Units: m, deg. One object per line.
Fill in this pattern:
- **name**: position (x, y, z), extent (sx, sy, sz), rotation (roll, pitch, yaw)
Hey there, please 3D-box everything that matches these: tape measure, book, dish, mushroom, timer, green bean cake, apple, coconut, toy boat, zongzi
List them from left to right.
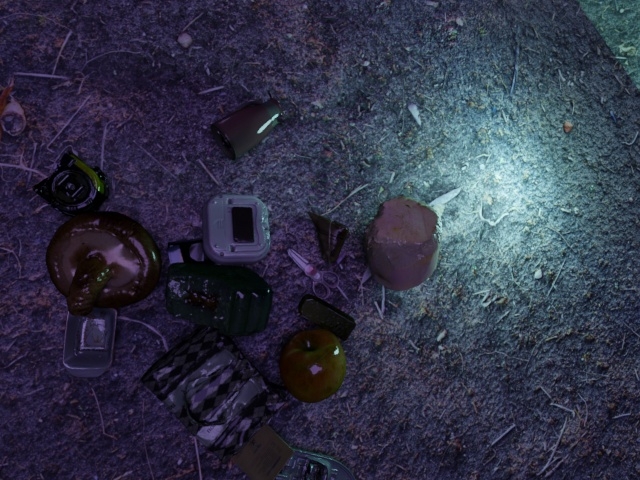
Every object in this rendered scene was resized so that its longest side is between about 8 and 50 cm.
- **tape measure**: position (-0.823, -0.178, 1.351), extent (0.186, 0.112, 0.199), rotation (37, 81, -10)
- **dish**: position (-0.768, 0.338, 1.349), extent (0.153, 0.064, 0.235), rotation (5, 84, -12)
- **mushroom**: position (-0.708, 0.065, 1.319), extent (0.345, 0.239, 0.346), rotation (1, 88, -34)
- **green bean cake**: position (-0.338, 0.185, 1.300), extent (0.307, 0.300, 0.169), rotation (8, 99, -25)
- **timer**: position (-0.300, -0.046, 1.438), extent (0.236, 0.087, 0.262), rotation (-1, 71, -20)
- **book**: position (-0.215, 0.756, 1.431), extent (0.192, 0.013, 0.168), rotation (36, 78, 19)
- **apple**: position (-0.027, 0.453, 1.446), extent (0.246, 0.246, 0.227), rotation (-14, 119, -13)
- **toy boat**: position (-0.011, 0.862, 1.470), extent (0.319, 0.092, 0.141), rotation (19, 77, -11)
- **zongzi**: position (0.000, 0.000, 1.556), extent (0.178, 0.081, 0.189), rotation (23, 96, 11)
- **coconut**: position (0.300, 0.022, 1.501), extent (0.297, 0.310, 0.298), rotation (-3, 53, 4)

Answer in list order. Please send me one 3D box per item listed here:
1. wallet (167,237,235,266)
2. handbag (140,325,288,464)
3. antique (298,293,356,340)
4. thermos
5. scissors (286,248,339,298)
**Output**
- **wallet**: position (-0.424, 0.067, 1.444), extent (0.230, 0.069, 0.170), rotation (-9, 86, -16)
- **handbag**: position (-0.340, 0.497, 1.372), extent (0.316, 0.180, 0.416), rotation (-39, 99, -4)
- **antique**: position (0.020, 0.282, 1.517), extent (0.220, 0.080, 0.081), rotation (33, 93, -8)
- **thermos**: position (-0.264, -0.436, 1.487), extent (0.265, 0.146, 0.176), rotation (-40, 70, -20)
- **scissors**: position (-0.037, 0.115, 1.546), extent (0.242, 0.030, 0.118), rotation (44, 79, -9)
